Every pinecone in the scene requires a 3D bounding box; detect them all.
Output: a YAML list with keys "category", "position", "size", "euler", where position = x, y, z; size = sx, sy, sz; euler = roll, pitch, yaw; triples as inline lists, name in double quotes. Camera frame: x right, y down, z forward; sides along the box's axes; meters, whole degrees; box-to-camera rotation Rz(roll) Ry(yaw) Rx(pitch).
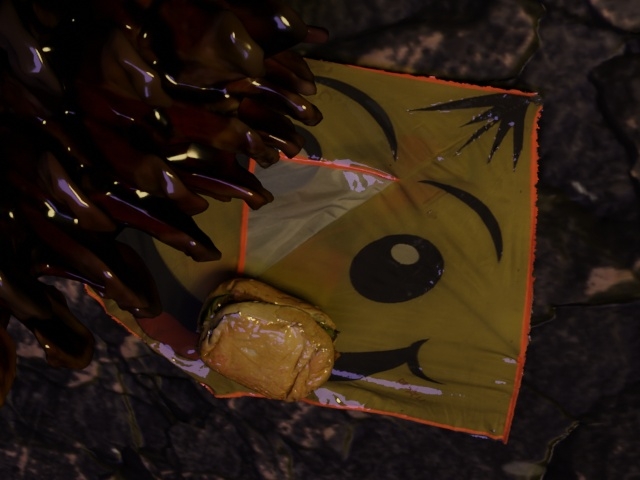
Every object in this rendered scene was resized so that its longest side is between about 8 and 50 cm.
- category: "pinecone"
  position: [-0.132, -0.064, 0.639]
  size: [0.292, 0.246, 0.246]
  euler: [-29, 121, 10]

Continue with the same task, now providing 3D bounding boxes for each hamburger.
- category: "hamburger"
  position: [-0.031, 0.058, 0.834]
  size: [0.083, 0.044, 0.076]
  euler: [24, 133, -10]

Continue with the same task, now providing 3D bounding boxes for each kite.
- category: "kite"
  position: [0.001, -0.002, 0.810]
  size: [0.377, 0.013, 0.327]
  euler: [40, 131, -19]
